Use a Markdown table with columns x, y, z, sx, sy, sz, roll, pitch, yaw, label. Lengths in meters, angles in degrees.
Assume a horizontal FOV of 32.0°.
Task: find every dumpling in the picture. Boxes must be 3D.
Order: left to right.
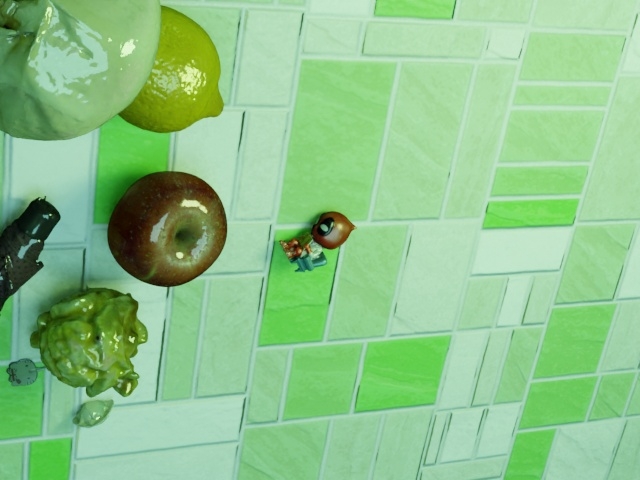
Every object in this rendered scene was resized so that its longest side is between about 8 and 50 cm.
| x | y | z | sx | sy | sz | roll | pitch | yaw | label |
| --- | --- | --- | --- | --- | --- | --- | --- | --- | --- |
| -0.414 | 0.322 | 2.046 | 0.077 | 0.059 | 0.043 | -5 | 110 | -25 | dumpling |

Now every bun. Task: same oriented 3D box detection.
| x | y | z | sx | sy | sz | roll | pitch | yaw | label |
| --- | --- | --- | --- | --- | --- | --- | --- | --- | --- |
| -0.407 | -0.309 | 1.530 | 0.361 | 0.213 | 0.360 | 2 | 101 | 12 | bun |

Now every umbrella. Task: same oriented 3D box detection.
| x | y | z | sx | sy | sz | roll | pitch | yaw | label |
| --- | --- | --- | --- | --- | --- | --- | --- | --- | --- |
| -0.529 | 0.065 | 1.828 | 0.090 | 0.094 | 0.326 | 40 | 102 | 9 | umbrella |

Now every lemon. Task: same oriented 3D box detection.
| x | y | z | sx | sy | sz | roll | pitch | yaw | label |
| --- | --- | --- | --- | --- | --- | --- | --- | --- | --- |
| -0.251 | -0.263 | 1.705 | 0.244 | 0.187 | 0.187 | 36 | 100 | -18 | lemon |

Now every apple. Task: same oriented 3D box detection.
| x | y | z | sx | sy | sz | roll | pitch | yaw | label |
| --- | --- | --- | --- | --- | --- | --- | --- | --- | --- |
| -0.259 | -0.023 | 1.861 | 0.201 | 0.162 | 0.201 | -13 | 115 | -28 | apple |

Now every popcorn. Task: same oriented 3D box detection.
| x | y | z | sx | sy | sz | roll | pitch | yaw | label |
| --- | --- | --- | --- | --- | --- | --- | --- | --- | --- |
| -0.386 | 0.174 | 1.902 | 0.188 | 0.185 | 0.167 | 13 | 130 | -39 | popcorn |

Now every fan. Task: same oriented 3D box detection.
| x | y | z | sx | sy | sz | roll | pitch | yaw | label |
| --- | --- | --- | --- | --- | --- | --- | --- | --- | --- |
| -0.514 | 0.232 | 1.981 | 0.083 | 0.004 | 0.055 | -12 | 122 | -18 | fan |

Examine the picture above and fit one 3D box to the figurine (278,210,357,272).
| x | y | z | sx | sy | sz | roll | pitch | yaw | label |
| --- | --- | --- | --- | --- | --- | --- | --- | --- | --- |
| 0.000 | 0.000 | 2.043 | 0.140 | 0.068 | 0.075 | -31 | 123 | -3 | figurine |
